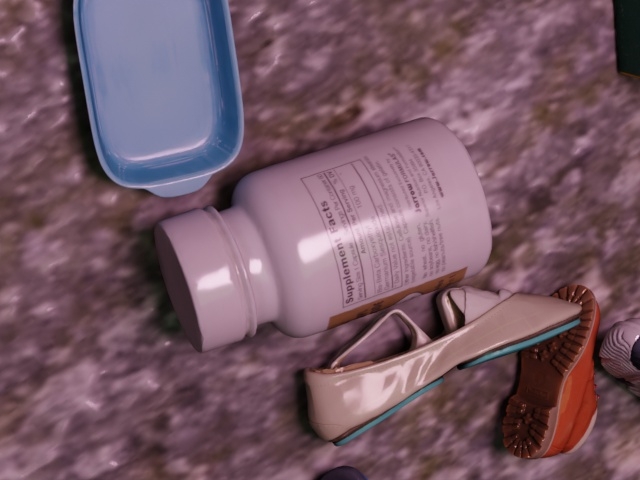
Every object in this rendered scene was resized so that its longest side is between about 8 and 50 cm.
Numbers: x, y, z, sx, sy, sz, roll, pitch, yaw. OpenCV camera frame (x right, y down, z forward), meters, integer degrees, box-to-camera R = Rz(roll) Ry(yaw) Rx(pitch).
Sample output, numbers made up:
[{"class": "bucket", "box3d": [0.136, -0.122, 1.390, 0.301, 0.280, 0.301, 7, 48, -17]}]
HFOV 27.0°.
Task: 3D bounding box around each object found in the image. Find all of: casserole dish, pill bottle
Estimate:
[{"class": "casserole dish", "box3d": [-0.119, -0.125, 0.965, 0.114, 0.037, 0.188, -13, 110, -18]}, {"class": "pill bottle", "box3d": [0.000, 0.000, 0.998, 0.229, 0.131, 0.131, -19, 112, -16]}]

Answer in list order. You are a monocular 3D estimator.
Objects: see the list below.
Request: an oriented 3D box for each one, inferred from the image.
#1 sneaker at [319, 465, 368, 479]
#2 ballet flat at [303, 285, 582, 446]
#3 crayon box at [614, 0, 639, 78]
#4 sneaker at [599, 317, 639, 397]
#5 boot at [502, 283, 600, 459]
[{"class": "sneaker", "box3d": [0.033, 0.289, 1.146, 0.082, 0.069, 0.209, -14, 105, -53]}, {"class": "ballet flat", "box3d": [0.097, 0.083, 1.097, 0.248, 0.086, 0.086, -25, 114, -12]}, {"class": "crayon box", "box3d": [0.398, -0.160, 1.004, 0.203, 0.323, 0.083, -15, 111, -18]}, {"class": "sneaker", "box3d": [0.345, 0.087, 1.176, 0.235, 0.094, 0.153, 39, 82, -38]}, {"class": "boot", "box3d": [0.217, 0.117, 1.172, 0.085, 0.059, 0.158, 14, 97, -43]}]
